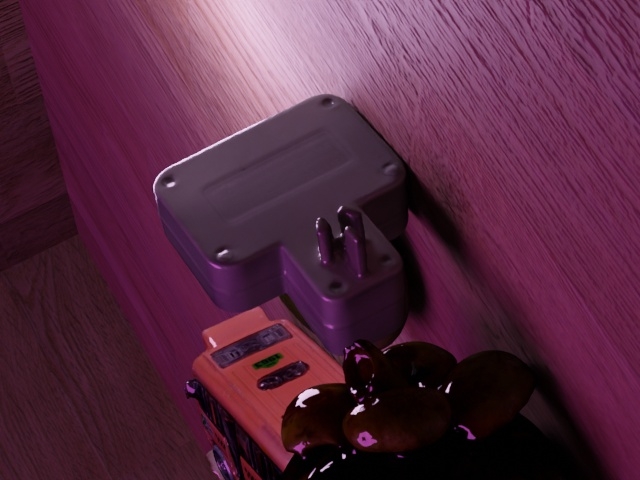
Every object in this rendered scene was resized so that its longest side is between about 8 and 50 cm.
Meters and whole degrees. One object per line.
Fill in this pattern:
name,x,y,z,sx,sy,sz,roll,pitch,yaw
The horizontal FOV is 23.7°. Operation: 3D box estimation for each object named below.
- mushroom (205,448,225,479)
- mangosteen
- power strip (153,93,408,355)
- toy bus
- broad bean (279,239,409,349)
mushroom,-0.112,0.353,2.642,0.226,0.178,0.227,158,90,-84
mangosteen,0.094,0.247,1.495,0.307,0.306,0.347,-151,49,-66
power strip,-0.017,-0.025,1.521,0.261,0.229,0.141,51,160,37
toy bus,-0.033,0.276,2.191,0.427,0.203,0.233,37,146,58
broad bean,0.000,0.000,1.737,0.291,0.119,0.238,55,155,19
